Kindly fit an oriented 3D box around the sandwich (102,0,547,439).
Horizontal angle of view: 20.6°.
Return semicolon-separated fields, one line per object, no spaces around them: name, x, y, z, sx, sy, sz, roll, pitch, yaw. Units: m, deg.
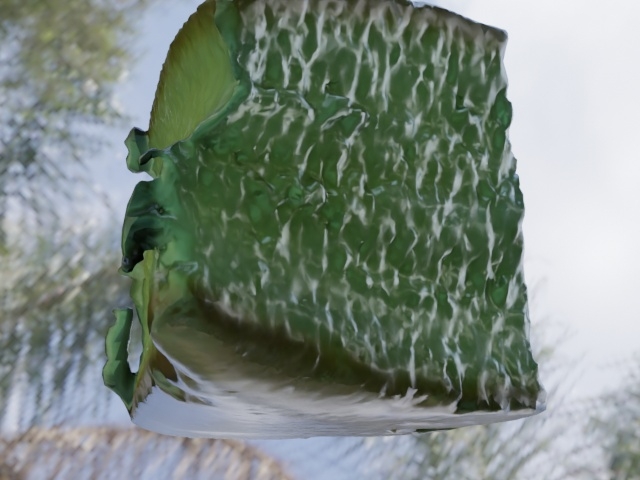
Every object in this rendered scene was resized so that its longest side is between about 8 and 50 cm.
sandwich;0.000;0.000;0.521;0.128;0.235;0.122;-2;-95;-8
